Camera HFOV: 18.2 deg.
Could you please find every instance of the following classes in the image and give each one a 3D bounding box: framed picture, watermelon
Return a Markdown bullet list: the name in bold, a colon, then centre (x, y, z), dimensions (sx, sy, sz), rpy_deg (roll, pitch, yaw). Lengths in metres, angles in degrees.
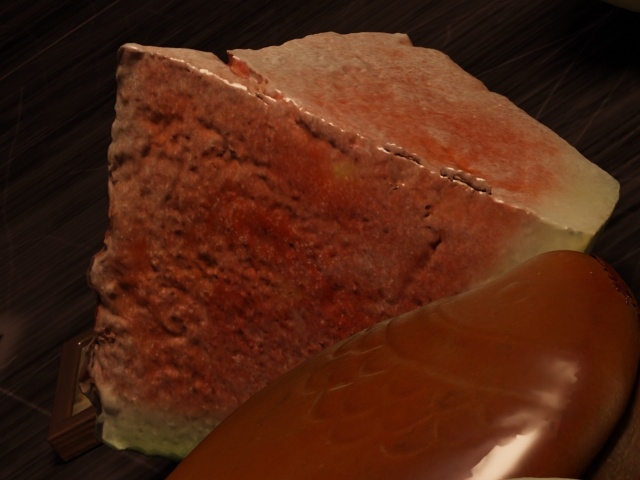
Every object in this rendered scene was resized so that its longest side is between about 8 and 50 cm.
- **framed picture**: centre (-0.096, 0.066, 1.290), dimensions (0.168, 0.023, 0.128), rpy_deg (-29, 23, 11)
- **watermelon**: centre (0.000, 0.000, 1.071), dimensions (0.193, 0.232, 0.310), rpy_deg (-8, -18, -41)

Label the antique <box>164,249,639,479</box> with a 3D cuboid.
- **antique**: centre (0.036, 0.121, 0.865), dimensions (0.278, 0.129, 0.223), rpy_deg (-35, 23, -5)

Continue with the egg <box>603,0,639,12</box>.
- **egg**: centre (0.239, -0.245, 1.234), dimensions (0.218, 0.218, 0.295), rpy_deg (-43, 37, -23)

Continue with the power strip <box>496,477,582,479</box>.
- **power strip**: centre (0.025, 0.241, 0.594), dimensions (0.357, 0.161, 0.357), rpy_deg (-27, 23, 13)
